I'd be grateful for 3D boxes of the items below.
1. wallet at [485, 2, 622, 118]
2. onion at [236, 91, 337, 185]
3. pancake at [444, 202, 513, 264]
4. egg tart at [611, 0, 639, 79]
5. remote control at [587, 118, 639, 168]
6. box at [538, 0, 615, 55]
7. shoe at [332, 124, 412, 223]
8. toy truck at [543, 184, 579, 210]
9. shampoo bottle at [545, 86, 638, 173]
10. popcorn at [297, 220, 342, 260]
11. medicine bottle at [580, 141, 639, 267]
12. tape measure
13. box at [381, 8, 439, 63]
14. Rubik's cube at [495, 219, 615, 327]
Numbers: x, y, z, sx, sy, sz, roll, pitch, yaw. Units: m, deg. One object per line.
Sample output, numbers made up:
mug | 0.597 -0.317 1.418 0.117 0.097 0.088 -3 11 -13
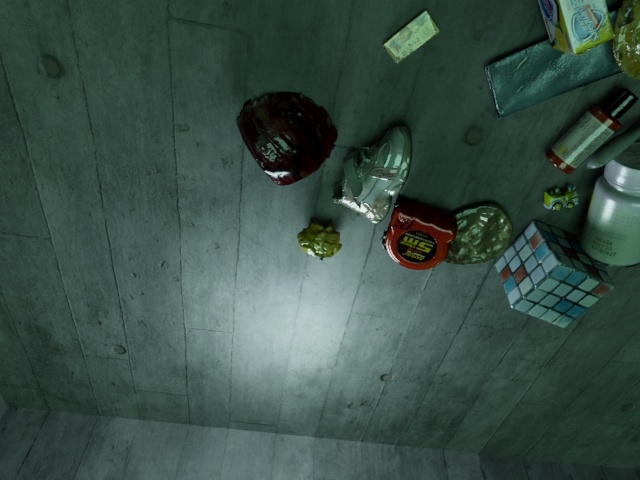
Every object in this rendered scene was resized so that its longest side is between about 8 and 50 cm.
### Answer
wallet | 0.679 -0.502 1.342 0.379 0.046 0.191 -19 125 18
onion | -0.098 -0.312 1.462 0.280 0.146 0.314 -26 120 16
pancake | 0.564 -0.016 1.741 0.294 0.049 0.294 0 128 0
egg tart | 0.908 -0.559 1.215 0.290 0.115 0.290 -4 121 -7
remote control | 0.909 -0.301 1.436 0.229 0.073 0.044 -42 99 1
box | 0.611 -0.608 1.157 0.097 0.168 0.265 -24 116 17
shoe | 0.165 -0.217 1.511 0.198 0.172 0.351 16 126 -7
toy truck | 0.831 -0.150 1.615 0.111 0.076 0.077 -9 109 8
shampoo bottle | 0.831 -0.337 1.434 0.104 0.104 0.278 25 126 -18
popcorn | 0.000 0.000 1.719 0.167 0.152 0.148 11 170 -37
medicine bottle | 1.008 -0.111 1.543 0.213 0.213 0.379 -4 129 5
tape measure | 0.345 -0.018 1.683 0.253 0.114 0.260 21 130 3
box | 0.252 -0.570 1.316 0.149 0.020 0.073 -33 122 26
Rubik's cube | 0.840 0.122 1.715 0.256 0.253 0.259 19 126 -13
